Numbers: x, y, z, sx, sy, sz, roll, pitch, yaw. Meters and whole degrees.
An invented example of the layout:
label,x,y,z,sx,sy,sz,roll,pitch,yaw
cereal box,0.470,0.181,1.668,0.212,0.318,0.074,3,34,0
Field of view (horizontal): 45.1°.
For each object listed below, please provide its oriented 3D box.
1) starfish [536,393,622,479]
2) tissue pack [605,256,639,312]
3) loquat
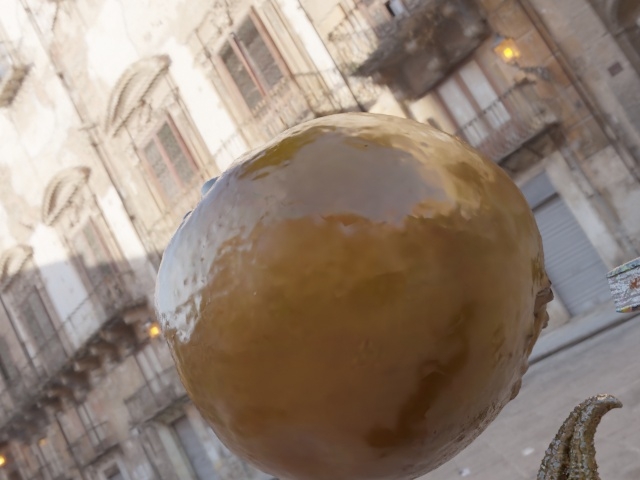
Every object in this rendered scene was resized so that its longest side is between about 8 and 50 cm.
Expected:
label,x,y,z,sx,sy,sz,roll,pitch,yaw
starfish,0.155,0.209,0.452,0.227,0.240,0.043,-1,-22,41
tissue pack,0.409,0.036,0.844,0.148,0.060,0.108,-9,-14,-19
loquat,0.028,0.047,0.653,0.329,0.328,0.328,-27,-11,-6
